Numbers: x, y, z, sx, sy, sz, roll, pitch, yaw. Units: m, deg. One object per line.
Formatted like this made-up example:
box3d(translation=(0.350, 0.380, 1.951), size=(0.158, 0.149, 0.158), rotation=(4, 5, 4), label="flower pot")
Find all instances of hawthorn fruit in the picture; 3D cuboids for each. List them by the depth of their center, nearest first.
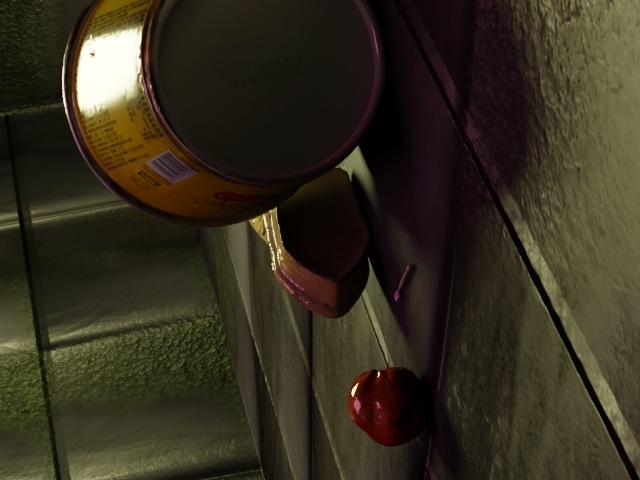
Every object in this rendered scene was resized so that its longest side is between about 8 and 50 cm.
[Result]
box3d(translation=(0.073, 0.181, 1.378), size=(0.093, 0.093, 0.093), rotation=(169, 90, -80), label="hawthorn fruit")

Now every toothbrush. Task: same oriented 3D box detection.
box3d(translation=(0.088, 0.045, 1.363), size=(0.097, 0.006, 0.008), rotation=(103, 153, -66), label="toothbrush")

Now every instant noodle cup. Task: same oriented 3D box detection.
box3d(translation=(-0.091, -0.174, 1.343), size=(0.254, 0.325, 0.326), rotation=(180, 79, -71), label="instant noodle cup")

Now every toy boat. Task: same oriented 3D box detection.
box3d(translation=(0.000, 0.000, 1.503), size=(0.061, 0.116, 0.188), rotation=(104, 155, -52), label="toy boat")

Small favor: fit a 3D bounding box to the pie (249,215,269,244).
box3d(translation=(-0.103, -0.079, 2.103), size=(0.282, 0.068, 0.129), rotation=(-125, 25, -65), label="pie")
